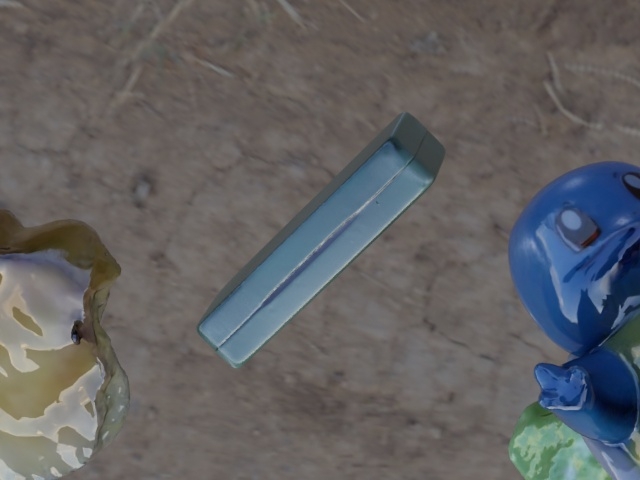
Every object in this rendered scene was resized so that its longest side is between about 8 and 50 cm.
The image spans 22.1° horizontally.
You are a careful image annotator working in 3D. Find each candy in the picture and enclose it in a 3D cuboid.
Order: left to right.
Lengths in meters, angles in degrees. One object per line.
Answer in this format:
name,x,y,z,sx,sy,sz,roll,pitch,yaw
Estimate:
candy,0.320,0.266,1.668,0.142,0.343,0.132,-47,41,-6

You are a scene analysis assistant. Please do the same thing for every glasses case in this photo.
glasses case,0.000,0.000,1.031,0.039,0.078,0.184,44,111,-5

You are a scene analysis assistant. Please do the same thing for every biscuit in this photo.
biscuit,-0.117,0.055,0.543,0.118,0.061,0.183,27,125,11

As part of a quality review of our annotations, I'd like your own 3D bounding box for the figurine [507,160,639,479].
figurine,0.301,0.122,1.161,0.298,0.243,0.416,-30,92,-13
